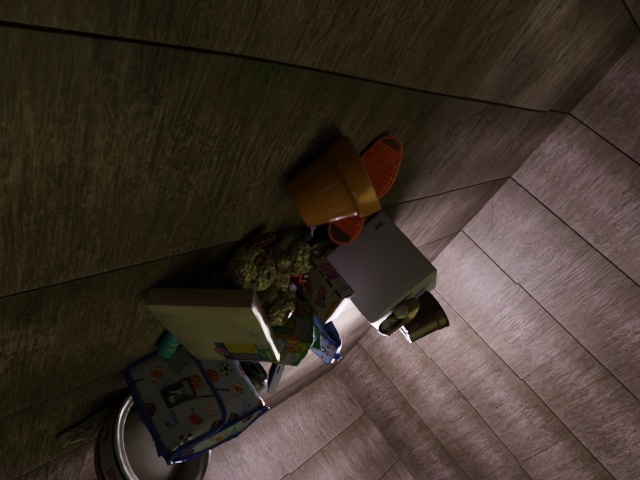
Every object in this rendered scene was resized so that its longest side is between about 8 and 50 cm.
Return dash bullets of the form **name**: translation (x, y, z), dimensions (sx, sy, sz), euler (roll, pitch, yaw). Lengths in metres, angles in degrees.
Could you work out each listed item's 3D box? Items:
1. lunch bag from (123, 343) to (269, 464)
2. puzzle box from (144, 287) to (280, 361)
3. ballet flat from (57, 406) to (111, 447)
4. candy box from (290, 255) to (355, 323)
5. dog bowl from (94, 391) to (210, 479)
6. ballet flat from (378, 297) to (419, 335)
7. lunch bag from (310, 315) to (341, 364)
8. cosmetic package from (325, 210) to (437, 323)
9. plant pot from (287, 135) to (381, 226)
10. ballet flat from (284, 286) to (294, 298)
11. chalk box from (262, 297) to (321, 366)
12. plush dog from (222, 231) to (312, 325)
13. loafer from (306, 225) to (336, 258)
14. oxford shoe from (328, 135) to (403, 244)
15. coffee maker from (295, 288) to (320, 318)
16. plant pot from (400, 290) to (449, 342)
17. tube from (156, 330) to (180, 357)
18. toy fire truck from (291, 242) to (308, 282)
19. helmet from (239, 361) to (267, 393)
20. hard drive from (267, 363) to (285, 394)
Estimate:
- **lunch bag**: translation (-0.408, 0.510, 1.399), dimensions (0.239, 0.328, 0.385), euler (-48, 154, 19)
- **puzzle box**: translation (-0.277, 0.248, 1.195), dimensions (0.272, 0.052, 0.409), euler (0, 146, 5)
- **ballet flat**: translation (-0.755, 0.608, 1.387), dimensions (0.168, 0.052, 0.057), euler (-27, 155, -32)
- **candy box**: translation (-0.004, 0.152, 1.506), dimensions (0.071, 0.233, 0.159), euler (-21, 151, -41)
- **dog bowl**: translation (-0.568, 0.701, 1.443), dimensions (0.150, 0.408, 0.408), euler (-33, 161, 16)
- **ballet flat**: translation (0.289, 0.291, 1.603), dimensions (0.067, 0.073, 0.206), euler (9, 127, -42)
- **lunch bag**: translation (-0.001, 0.431, 1.974), dimensions (0.138, 0.293, 0.221), euler (-28, 155, -31)
- **cosmetic package**: translation (0.260, 0.145, 1.805), dimensions (0.327, 0.329, 0.394), euler (-39, 158, 1)
- **plant pot**: translation (0.025, -0.130, 1.087), dimensions (0.188, 0.205, 0.205), euler (-25, 159, 4)
- **ballet flat**: translation (-0.137, 0.218, 1.643), dimensions (0.077, 0.077, 0.231), euler (-52, 160, -17)
- **chalk box**: translation (-0.126, 0.321, 1.524), dimensions (0.289, 0.180, 0.179), euler (12, 135, -17)
- **plush dog**: translation (-0.175, 0.088, 1.233), dimensions (0.225, 0.210, 0.262), euler (35, 76, -54)
- **loafer**: translation (0.000, 0.000, 1.401), dimensions (0.080, 0.078, 0.220), euler (-57, 165, 21)
- **oxford shoe**: translation (0.129, -0.164, 1.323), dimensions (0.364, 0.130, 0.133), euler (-58, -174, 23)
- **coffee maker**: translation (-0.020, 0.237, 1.676), dimensions (0.120, 0.178, 0.171), euler (18, 99, -25)
- **plant pot**: translation (0.395, 0.312, 1.699), dimensions (0.165, 0.167, 0.167), euler (-31, 158, -5)
- **tube**: translation (-0.424, 0.264, 1.287), dimensions (0.207, 0.052, 0.080), euler (-55, 164, 18)
- **toy fire truck**: translation (-0.106, 0.093, 1.434), dimensions (0.135, 0.047, 0.192), euler (2, 120, -13)
- **helmet**: translation (-0.337, 0.665, 2.050), dimensions (0.169, 0.161, 0.169), euler (-34, 158, -16)
- **hard drive**: translation (-0.193, 0.566, 1.988), dimensions (0.318, 0.040, 0.210), euler (145, -34, -83)
